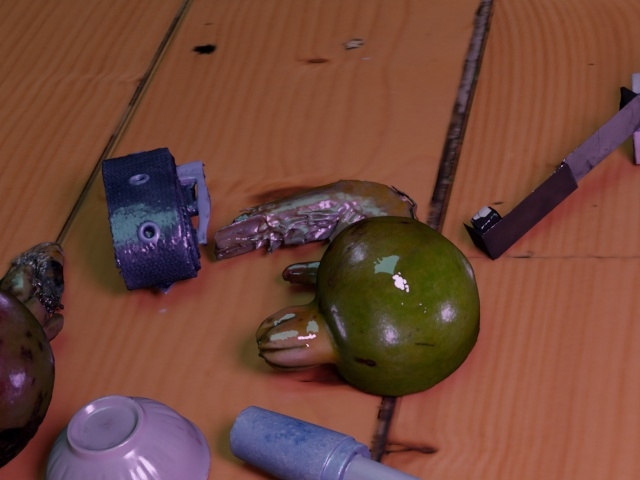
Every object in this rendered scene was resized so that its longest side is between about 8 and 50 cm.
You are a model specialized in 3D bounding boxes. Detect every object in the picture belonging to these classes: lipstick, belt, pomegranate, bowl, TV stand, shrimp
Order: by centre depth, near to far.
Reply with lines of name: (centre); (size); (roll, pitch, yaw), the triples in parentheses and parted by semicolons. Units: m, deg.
lipstick: (0.033, 0.234, 1.438); (0.274, 0.061, 0.068); (16, 46, 33)
bowl: (-0.216, 0.220, 1.514); (0.189, 0.086, 0.189); (-8, 39, 7)
pomegranate: (0.052, 0.057, 1.572); (0.240, 0.159, 0.190); (-2, 40, 22)
pomegranate: (-0.411, 0.132, 1.586); (0.242, 0.242, 0.306); (-15, 21, -1)
TV stand: (0.281, -0.082, 1.701); (0.256, 0.049, 0.040); (-41, 43, -7)
shrimp: (0.000, 0.001, 1.741); (0.253, 0.058, 0.173); (-17, 48, -7)
belt: (-0.198, -0.033, 1.781); (0.128, 0.122, 0.218); (-12, 38, -2)
shrimp: (-0.358, 0.057, 1.799); (0.091, 0.034, 0.161); (-28, 33, 2)

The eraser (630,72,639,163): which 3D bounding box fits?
eraser: (0.489, -0.156, 1.764); (0.210, 0.068, 0.124); (-2, 41, 13)
